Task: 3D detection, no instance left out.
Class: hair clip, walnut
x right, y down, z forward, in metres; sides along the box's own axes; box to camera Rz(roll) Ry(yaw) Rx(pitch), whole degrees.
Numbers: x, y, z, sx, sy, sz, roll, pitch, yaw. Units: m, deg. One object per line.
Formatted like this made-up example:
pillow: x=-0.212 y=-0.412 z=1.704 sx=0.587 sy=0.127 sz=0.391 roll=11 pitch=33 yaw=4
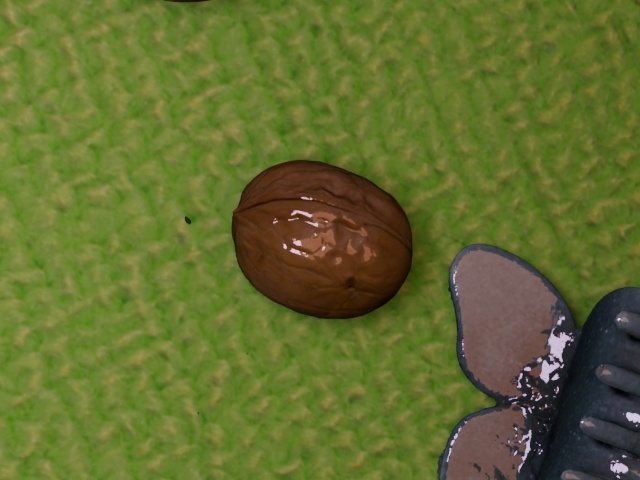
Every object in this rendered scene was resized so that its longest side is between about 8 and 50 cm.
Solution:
hair clip: x=0.323 y=0.204 z=1.941 sx=0.392 sy=0.238 sz=0.318 roll=22 pitch=84 yaw=-17
walnut: x=0.000 y=0.000 z=1.880 sx=0.207 sy=0.167 sz=0.167 roll=18 pitch=83 yaw=-14

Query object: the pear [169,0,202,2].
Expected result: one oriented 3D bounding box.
pear: x=-0.147 y=-0.378 z=1.787 sx=0.281 sy=0.281 sz=0.281 roll=1 pitch=88 yaw=-18
